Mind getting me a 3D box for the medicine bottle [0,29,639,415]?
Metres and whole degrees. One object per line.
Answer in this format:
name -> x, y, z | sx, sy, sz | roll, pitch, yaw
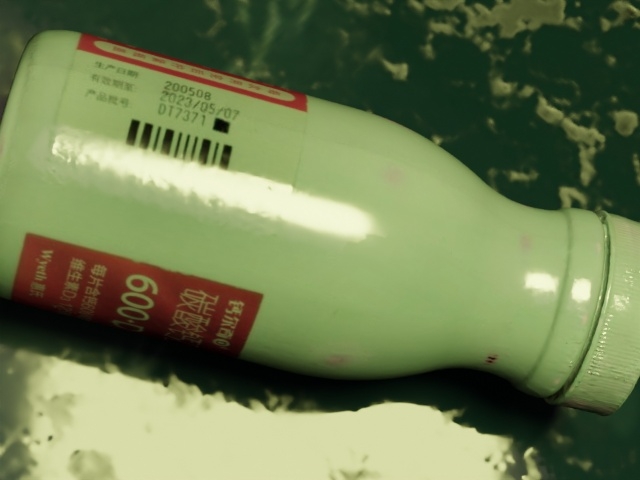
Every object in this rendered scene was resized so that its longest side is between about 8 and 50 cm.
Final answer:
medicine bottle -> 0.000, 0.000, 0.599 | 0.217, 0.090, 0.090 | 15, 75, -8
